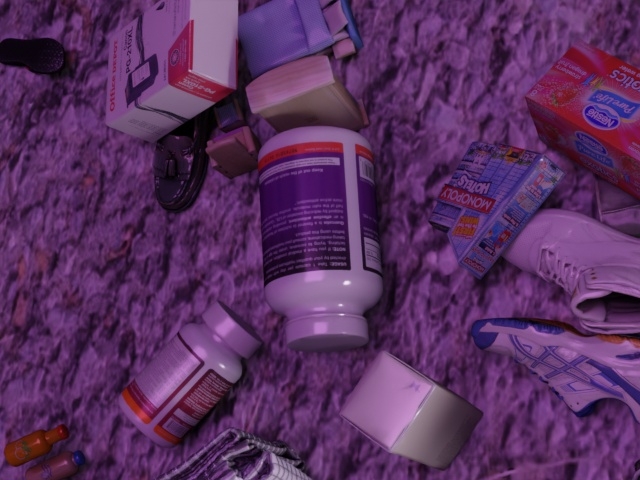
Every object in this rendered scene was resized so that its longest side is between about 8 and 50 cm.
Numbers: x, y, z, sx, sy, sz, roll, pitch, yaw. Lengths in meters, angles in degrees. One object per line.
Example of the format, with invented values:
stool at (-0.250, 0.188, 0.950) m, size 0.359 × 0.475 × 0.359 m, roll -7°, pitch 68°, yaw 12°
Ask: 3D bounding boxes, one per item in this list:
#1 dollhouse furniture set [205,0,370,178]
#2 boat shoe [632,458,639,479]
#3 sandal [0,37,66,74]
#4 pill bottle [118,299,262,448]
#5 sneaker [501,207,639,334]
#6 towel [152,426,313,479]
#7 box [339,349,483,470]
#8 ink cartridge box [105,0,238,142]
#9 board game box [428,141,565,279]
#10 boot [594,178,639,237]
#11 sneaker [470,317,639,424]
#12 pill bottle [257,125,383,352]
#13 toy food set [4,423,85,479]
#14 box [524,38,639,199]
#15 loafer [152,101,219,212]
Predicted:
dollhouse furniture set at (-0.092, -0.309, 2.028) m, size 0.286 × 0.198 × 0.303 m, roll -20°, pitch 68°, yaw 12°
boat shoe at (0.482, 0.330, 1.700) m, size 0.119 × 0.121 × 0.335 m, roll 20°, pitch 71°, yaw 31°
sandal at (-0.516, -0.332, 2.274) m, size 0.179 × 0.040 × 0.067 m, roll 15°, pitch 74°, yaw 37°
pill bottle at (-0.200, 0.206, 1.955) m, size 0.221 × 0.121 × 0.121 m, roll -47°, pitch 66°, yaw 1°
sneaker at (0.361, 0.042, 1.771) m, size 0.293 × 0.169 × 0.108 m, roll 14°, pitch 118°, yaw 27°
towel at (-0.157, 0.390, 1.828) m, size 0.284 × 0.235 × 0.121 m, roll -39°, pitch 60°, yaw 5°
box at (0.131, 0.241, 1.745) m, size 0.094 × 0.275 × 0.113 m, roll 33°, pitch 87°, yaw 26°
ink cartridge box at (-0.241, -0.285, 2.020) m, size 0.237 × 0.100 × 0.172 m, roll -24°, pitch 58°, yaw 44°
board game box at (0.237, -0.049, 1.865) m, size 0.194 × 0.060 × 0.194 m, roll 22°, pitch 80°, yaw 55°
boot at (0.509, -0.028, 1.805) m, size 0.209 × 0.076 × 0.189 m, roll -11°, pitch 57°, yaw 9°
sneaker at (0.346, 0.183, 1.783) m, size 0.296 × 0.112 × 0.131 m, roll 10°, pitch 96°, yaw 30°
pill bottle at (0.000, 0.000, 1.914) m, size 0.182 × 0.181 × 0.323 m, roll -9°, pitch 72°, yaw 17°
toy food set at (-0.405, 0.412, 1.970) m, size 0.104 × 0.111 × 0.232 m, roll -26°, pitch 65°, yaw 11°
box at (0.436, -0.164, 1.808) m, size 0.128 × 0.122 × 0.257 m, roll -45°, pitch 52°, yaw -8°
loafer at (-0.235, -0.184, 2.102) m, size 0.096 × 0.084 × 0.267 m, roll 8°, pitch 77°, yaw 21°
